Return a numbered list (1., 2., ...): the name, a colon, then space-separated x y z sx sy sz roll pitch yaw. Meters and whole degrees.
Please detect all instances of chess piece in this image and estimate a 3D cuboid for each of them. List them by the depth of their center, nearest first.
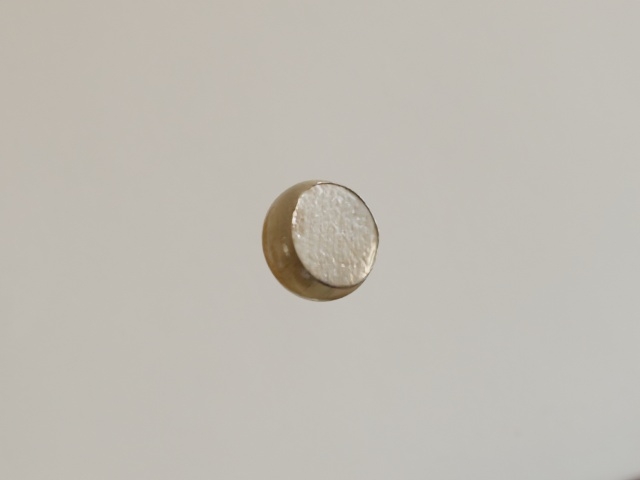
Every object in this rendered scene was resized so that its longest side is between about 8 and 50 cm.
1. chess piece: 0.000 0.000 1.031 0.084 0.083 0.038 -20 2 -38
